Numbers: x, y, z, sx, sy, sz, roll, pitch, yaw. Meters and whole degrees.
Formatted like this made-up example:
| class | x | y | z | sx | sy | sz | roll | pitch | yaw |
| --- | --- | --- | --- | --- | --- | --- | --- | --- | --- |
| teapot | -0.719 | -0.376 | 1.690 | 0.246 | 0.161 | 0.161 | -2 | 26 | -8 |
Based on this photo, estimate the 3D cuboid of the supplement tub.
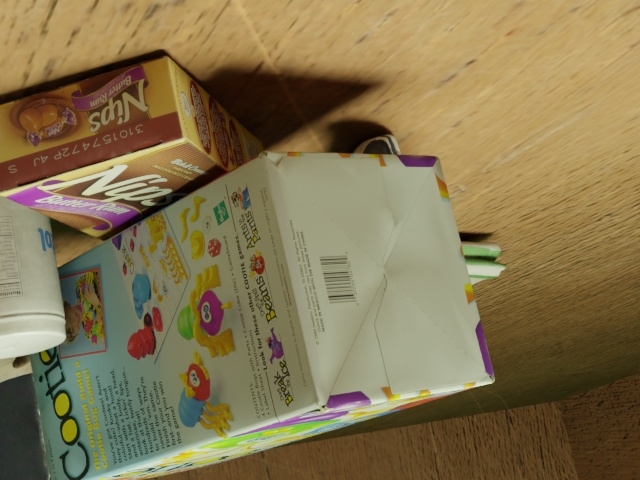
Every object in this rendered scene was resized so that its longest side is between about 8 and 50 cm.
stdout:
| class | x | y | z | sx | sy | sz | roll | pitch | yaw |
| --- | --- | --- | --- | --- | --- | --- | --- | --- | --- |
| supplement tub | -0.199 | 0.015 | 0.829 | 0.071 | 0.107 | 0.071 | -11 | 167 | -3 |

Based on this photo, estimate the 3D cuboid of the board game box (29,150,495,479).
| class | x | y | z | sx | sy | sz | roll | pitch | yaw |
| --- | --- | --- | --- | --- | --- | --- | --- | --- | --- |
| board game box | -0.051 | 0.057 | 0.834 | 0.142 | 0.144 | 0.275 | -2 | 165 | -42 |

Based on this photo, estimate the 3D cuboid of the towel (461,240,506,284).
| class | x | y | z | sx | sy | sz | roll | pitch | yaw |
| --- | --- | --- | --- | --- | --- | --- | --- | --- | --- |
| towel | -0.015 | 0.053 | 1.310 | 0.248 | 0.038 | 0.325 | 3 | 162 | -44 |

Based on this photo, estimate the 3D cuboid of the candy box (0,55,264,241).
| class | x | y | z | sx | sy | sz | roll | pitch | yaw |
| --- | --- | --- | --- | --- | --- | --- | --- | --- | --- |
| candy box | -0.104 | -0.045 | 0.783 | 0.109 | 0.053 | 0.187 | -15 | 168 | 10 |

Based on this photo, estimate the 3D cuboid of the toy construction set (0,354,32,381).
| class | x | y | z | sx | sy | sz | roll | pitch | yaw |
| --- | --- | --- | --- | --- | --- | --- | --- | --- | --- |
| toy construction set | -0.290 | 0.135 | 0.894 | 0.257 | 0.309 | 0.237 | -21 | 161 | 6 |

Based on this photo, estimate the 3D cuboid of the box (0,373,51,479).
| class | x | y | z | sx | sy | sz | roll | pitch | yaw |
| --- | --- | --- | --- | --- | --- | --- | --- | --- | --- |
| box | -0.450 | 0.264 | 1.265 | 0.472 | 0.297 | 0.480 | -12 | 167 | -5 |

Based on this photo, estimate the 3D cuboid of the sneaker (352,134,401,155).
| class | x | y | z | sx | sy | sz | roll | pitch | yaw |
| --- | --- | --- | --- | --- | --- | --- | --- | --- | --- |
| sneaker | 0.000 | 0.000 | 0.965 | 0.153 | 0.094 | 0.235 | -21 | 176 | 3 |
